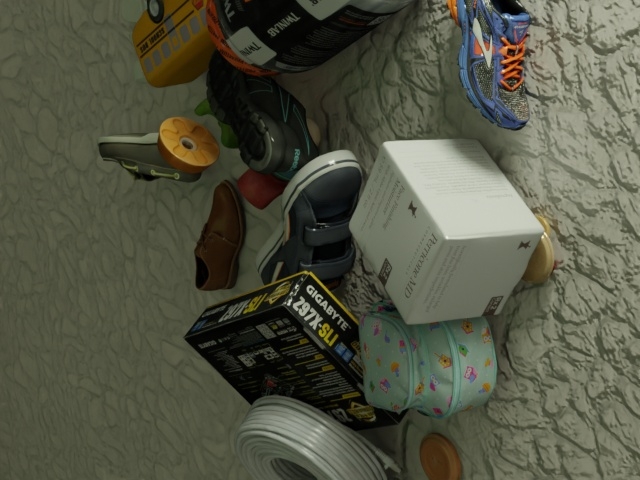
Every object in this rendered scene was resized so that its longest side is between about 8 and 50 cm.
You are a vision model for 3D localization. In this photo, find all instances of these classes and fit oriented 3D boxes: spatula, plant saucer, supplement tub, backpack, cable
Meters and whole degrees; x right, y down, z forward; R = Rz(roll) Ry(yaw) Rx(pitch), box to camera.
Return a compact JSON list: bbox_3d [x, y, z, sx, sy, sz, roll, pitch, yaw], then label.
[{"bbox_3d":[-0.294,-0.371,2.130,0.242,0.019,0.168,10,108,53],"label":"spatula"},{"bbox_3d":[0.173,0.324,1.715,0.083,0.013,0.084,22,119,48],"label":"plant saucer"},{"bbox_3d":[-0.008,-0.355,1.578,0.338,0.207,0.207,-25,80,54],"label":"supplement tub"},{"bbox_3d":[0.144,0.159,1.594,0.188,0.144,0.166,2,97,51],"label":"backpack"},{"bbox_3d":[-0.017,0.352,1.838,0.257,0.089,0.257,37,149,0],"label":"cable"}]

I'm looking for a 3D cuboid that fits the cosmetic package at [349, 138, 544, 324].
[{"bbox_3d":[0.155,-0.014,1.486,0.184,0.151,0.151,60,143,39],"label":"cosmetic package"}]

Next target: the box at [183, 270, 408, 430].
[{"bbox_3d":[-0.037,0.187,1.804,0.257,0.079,0.322,45,148,-15],"label":"box"}]

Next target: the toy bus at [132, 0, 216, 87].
[{"bbox_3d":[-0.184,-0.370,1.894,0.332,0.108,0.130,-26,82,52],"label":"toy bus"}]

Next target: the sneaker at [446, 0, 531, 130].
[{"bbox_3d":[0.215,-0.242,1.420,0.087,0.083,0.221,-13,93,47],"label":"sneaker"}]

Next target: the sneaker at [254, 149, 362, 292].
[{"bbox_3d":[0.000,0.000,1.757,0.127,0.126,0.321,62,150,24],"label":"sneaker"}]

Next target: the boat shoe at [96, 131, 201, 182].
[{"bbox_3d":[-0.318,-0.153,2.156,0.305,0.109,0.091,4,99,50],"label":"boat shoe"}]

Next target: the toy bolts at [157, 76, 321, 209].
[{"bbox_3d":[-0.111,-0.172,1.808,0.228,0.218,0.158,46,129,10],"label":"toy bolts"}]

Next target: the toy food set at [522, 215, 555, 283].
[{"bbox_3d":[0.266,0.014,1.480,0.082,0.020,0.083,-32,76,54],"label":"toy food set"}]

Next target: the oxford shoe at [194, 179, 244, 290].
[{"bbox_3d":[-0.182,-0.003,2.048,0.076,0.076,0.212,34,125,46],"label":"oxford shoe"}]

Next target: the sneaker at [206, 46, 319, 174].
[{"bbox_3d":[-0.090,-0.194,1.732,0.101,0.106,0.267,-57,46,38],"label":"sneaker"}]
